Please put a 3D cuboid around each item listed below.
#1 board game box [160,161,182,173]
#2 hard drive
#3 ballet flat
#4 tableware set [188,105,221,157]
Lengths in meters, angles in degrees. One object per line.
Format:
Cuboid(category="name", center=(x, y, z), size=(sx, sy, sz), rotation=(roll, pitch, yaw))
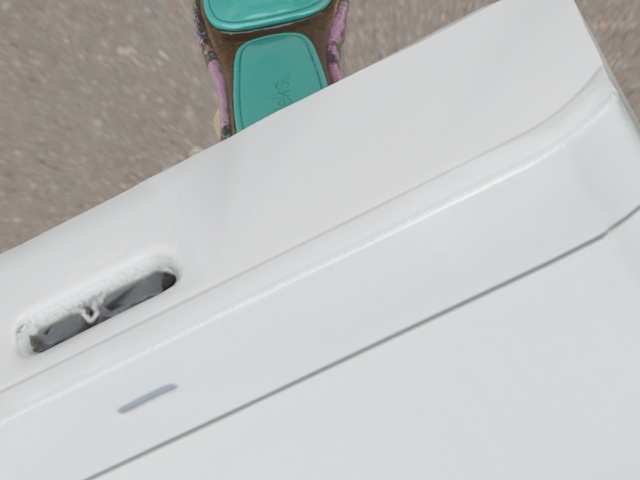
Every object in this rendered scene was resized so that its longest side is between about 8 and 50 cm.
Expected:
Cuboid(category="board game box", center=(0.000, 0.000, 1.752), size=(0.303, 0.097, 0.224), rotation=(-13, 113, 13))
Cuboid(category="hard drive", center=(0.027, 0.096, 0.485), size=(0.233, 0.353, 0.047), rotation=(-26, 52, 12))
Cuboid(category="ballet flat", center=(-0.017, -0.079, 0.782), size=(0.077, 0.079, 0.221), rotation=(-10, 43, 1))
Cuboid(category="tableware set", center=(0.023, -0.056, 1.094), size=(0.194, 0.128, 0.039), rotation=(25, 59, -16))
